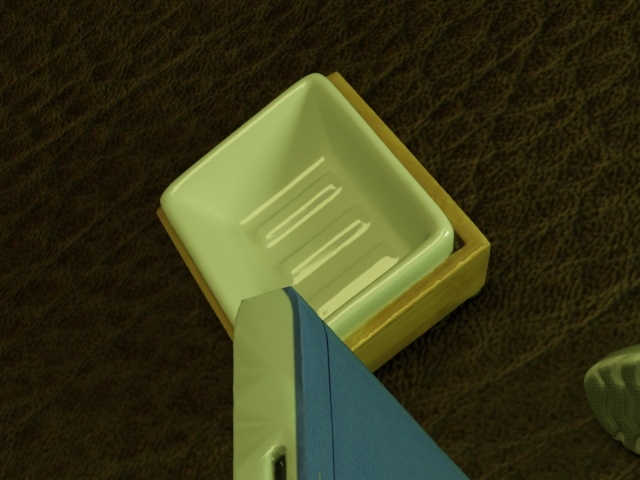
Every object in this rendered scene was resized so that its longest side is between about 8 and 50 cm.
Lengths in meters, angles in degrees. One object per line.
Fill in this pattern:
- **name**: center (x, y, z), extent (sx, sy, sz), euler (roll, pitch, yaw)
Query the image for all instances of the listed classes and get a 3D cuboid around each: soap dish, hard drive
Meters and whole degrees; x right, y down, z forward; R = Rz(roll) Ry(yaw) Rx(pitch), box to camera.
- **soap dish**: center (0.000, 0.000, 1.185), extent (0.229, 0.118, 0.291), euler (-38, 47, 2)
- **hard drive**: center (0.046, 0.192, 0.693), extent (0.040, 0.318, 0.210), euler (-18, 51, 19)

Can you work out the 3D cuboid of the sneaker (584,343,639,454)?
- **sneaker**: center (0.337, 0.098, 0.951), extent (0.281, 0.105, 0.115), euler (-10, 21, 30)
